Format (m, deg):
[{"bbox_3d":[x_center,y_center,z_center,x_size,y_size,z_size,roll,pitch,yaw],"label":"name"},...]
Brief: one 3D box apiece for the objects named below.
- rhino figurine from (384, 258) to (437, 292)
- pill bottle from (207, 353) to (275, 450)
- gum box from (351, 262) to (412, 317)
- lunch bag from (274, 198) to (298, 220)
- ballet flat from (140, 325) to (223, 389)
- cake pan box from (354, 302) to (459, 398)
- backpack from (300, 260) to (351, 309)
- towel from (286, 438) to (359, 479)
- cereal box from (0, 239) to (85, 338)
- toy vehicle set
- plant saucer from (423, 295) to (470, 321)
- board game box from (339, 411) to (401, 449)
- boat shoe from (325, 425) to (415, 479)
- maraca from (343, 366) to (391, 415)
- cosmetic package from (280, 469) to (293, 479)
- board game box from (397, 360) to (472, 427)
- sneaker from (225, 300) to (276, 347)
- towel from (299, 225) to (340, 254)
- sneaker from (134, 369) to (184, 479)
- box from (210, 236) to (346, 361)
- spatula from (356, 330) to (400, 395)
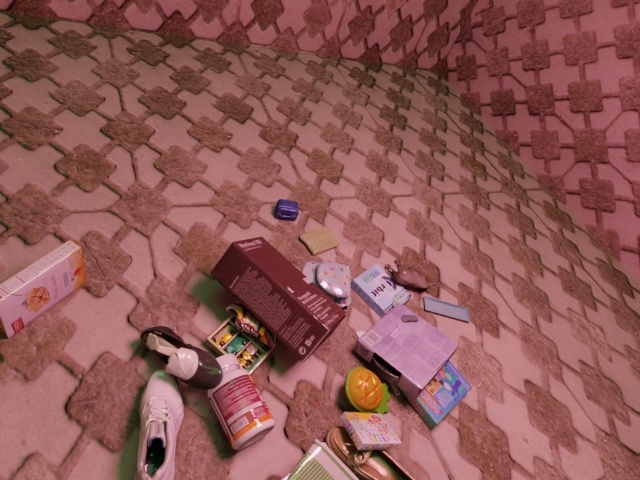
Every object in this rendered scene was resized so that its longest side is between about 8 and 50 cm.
[{"bbox_3d":[0.366,0.147,1.651,0.244,0.073,0.106,21,21,-33],"label":"rhino figurine"},{"bbox_3d":[-0.221,0.418,1.114,0.121,0.121,0.221,-17,58,-35],"label":"pill bottle"},{"bbox_3d":[0.227,0.188,1.585,0.157,0.041,0.184,-28,66,-41],"label":"gum box"},{"bbox_3d":[-0.137,-0.118,1.687,0.099,0.067,0.065,6,47,-18],"label":"lunch bag"},{"bbox_3d":[-0.378,0.306,1.107,0.281,0.096,0.095,19,80,32],"label":"ballet flat"},{"bbox_3d":[0.280,0.350,1.381,0.246,0.070,0.267,32,42,28],"label":"cake pan box"},{"bbox_3d":[0.011,0.153,1.452,0.189,0.144,0.165,11,52,-11],"label":"backpack"},{"bbox_3d":[-0.021,0.666,0.968,0.247,0.038,0.325,48,53,-4],"label":"towel"},{"bbox_3d":[-0.739,0.126,1.116,0.047,0.173,0.240,33,45,5],"label":"cereal box"},{"bbox_3d":[-0.201,0.277,1.309,0.166,0.035,0.267,38,46,9],"label":"toy vehicle set"},{"bbox_3d":[0.488,0.269,1.645,0.192,0.018,0.067,16,45,-9],"label":"plant saucer"},{"bbox_3d":[0.138,0.523,1.165,0.154,0.026,0.103,20,18,-37],"label":"board game box"},{"bbox_3d":[0.146,0.595,1.136,0.285,0.089,0.104,34,45,9],"label":"boat shoe"},{"bbox_3d":[0.144,0.454,1.266,0.186,0.099,0.127,36,53,-24],"label":"maraca"},{"bbox_3d":[-0.123,0.648,0.987,0.239,0.060,0.098,-21,61,-37],"label":"cosmetic package"},{"bbox_3d":[0.371,0.473,1.373,0.210,0.047,0.160,-23,67,-38],"label":"board game box"},{"bbox_3d":[-0.207,0.255,1.255,0.084,0.069,0.185,-22,56,-37],"label":"sneaker"},{"bbox_3d":[0.000,0.000,1.668,0.148,0.027,0.110,-21,62,-38],"label":"towel"},{"bbox_3d":[-0.381,0.445,1.012,0.111,0.129,0.296,2,48,-20],"label":"sneaker"},{"bbox_3d":[-0.120,0.162,1.282,0.381,0.143,0.191,39,17,11],"label":"box"},{"bbox_3d":[0.246,0.386,1.427,0.168,0.019,0.241,-11,55,-33],"label":"spatula"}]
